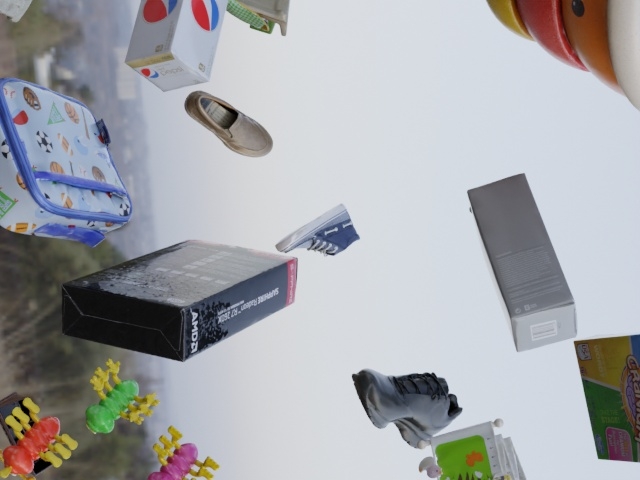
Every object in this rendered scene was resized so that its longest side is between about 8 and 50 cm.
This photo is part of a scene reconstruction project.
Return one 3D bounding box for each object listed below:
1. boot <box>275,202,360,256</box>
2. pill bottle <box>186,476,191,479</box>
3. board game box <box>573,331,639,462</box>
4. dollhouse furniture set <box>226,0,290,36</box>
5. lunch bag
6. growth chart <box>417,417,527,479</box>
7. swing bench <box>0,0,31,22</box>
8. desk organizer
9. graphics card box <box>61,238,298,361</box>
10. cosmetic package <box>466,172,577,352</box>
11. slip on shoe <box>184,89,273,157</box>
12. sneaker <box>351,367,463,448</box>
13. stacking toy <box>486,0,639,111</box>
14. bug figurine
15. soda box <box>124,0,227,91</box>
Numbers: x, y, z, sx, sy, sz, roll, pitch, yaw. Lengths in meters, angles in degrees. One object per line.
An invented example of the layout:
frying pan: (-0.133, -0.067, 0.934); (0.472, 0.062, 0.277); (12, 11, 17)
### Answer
boot: (0.000, 0.000, 2.110); (0.069, 0.190, 0.086); (-25, -85, 55)
pill bottle: (-0.261, 0.491, 1.839); (0.184, 0.103, 0.103); (104, -20, -43)
board game box: (0.598, 0.286, 1.969); (0.316, 0.064, 0.242); (154, -74, -70)
dollhouse furniture set: (-0.153, -0.411, 1.791); (0.301, 0.197, 0.151); (-87, -160, -51)
lunch bag: (-0.410, -0.111, 1.643); (0.243, 0.115, 0.303); (65, 16, 12)
growth chart: (0.257, 0.394, 1.721); (0.021, 0.172, 0.237); (64, 3, -46)
swing bench: (-0.645, -0.535, 1.867); (0.165, 0.255, 0.253); (-58, 163, 6)
desk organizer: (-0.485, 0.318, 1.759); (0.050, 0.047, 0.130); (2, -62, 55)
graphics card box: (-0.220, 0.088, 1.761); (0.371, 0.233, 0.094); (-23, 120, -63)
cosmetic package: (0.302, 0.032, 1.614); (0.127, 0.107, 0.238); (63, 14, -59)
slip on shoe: (-0.116, -0.153, 1.411); (0.051, 0.135, 0.041); (-60, -156, -13)
sneaker: (0.154, 0.273, 1.887); (0.286, 0.130, 0.109); (35, 26, -54)
stacking toy: (0.346, -0.376, 1.525); (0.480, 0.350, 0.350); (19, -62, 44)
bug figurine: (-0.263, 0.292, 1.363); (0.279, 0.216, 0.072); (44, -36, 2)
soda box: (-0.151, -0.281, 1.213); (0.069, 0.074, 0.216); (34, 58, -48)
